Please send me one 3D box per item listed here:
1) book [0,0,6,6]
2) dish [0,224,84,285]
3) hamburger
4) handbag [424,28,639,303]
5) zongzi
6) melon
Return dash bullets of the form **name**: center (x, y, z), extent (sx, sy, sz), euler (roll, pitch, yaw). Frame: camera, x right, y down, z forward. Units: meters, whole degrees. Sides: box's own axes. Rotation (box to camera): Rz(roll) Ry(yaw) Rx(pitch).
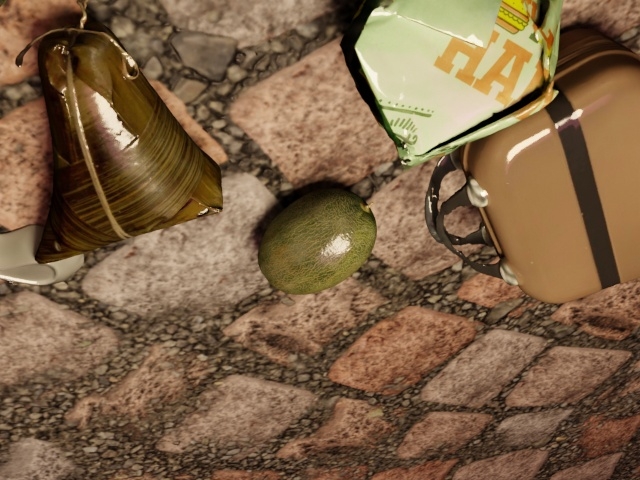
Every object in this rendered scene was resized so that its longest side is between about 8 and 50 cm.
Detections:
- **book**: center (-0.335, -0.227, 0.589), extent (0.228, 0.024, 0.160), euler (-35, 135, 19)
- **dish**: center (-0.341, 0.026, 0.856), extent (0.137, 0.039, 0.091), euler (4, 135, -26)
- **hamburger**: center (0.119, -0.204, 0.706), extent (0.214, 0.125, 0.235), euler (-32, 111, 1)
- **handbag**: center (0.261, -0.061, 0.871), extent (0.283, 0.149, 0.302), euler (-23, 129, 10)
- **zongzi**: center (-0.251, -0.082, 0.724), extent (0.241, 0.111, 0.247), euler (-21, 135, 11)
- **melon**: center (0.000, 0.000, 0.899), extent (0.167, 0.114, 0.114), euler (-36, 137, 20)
